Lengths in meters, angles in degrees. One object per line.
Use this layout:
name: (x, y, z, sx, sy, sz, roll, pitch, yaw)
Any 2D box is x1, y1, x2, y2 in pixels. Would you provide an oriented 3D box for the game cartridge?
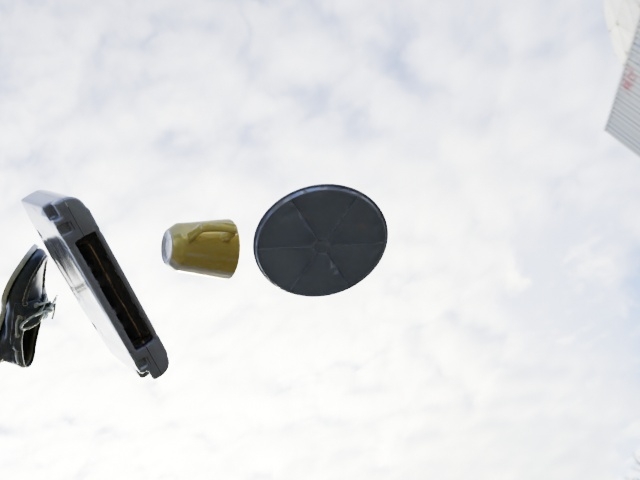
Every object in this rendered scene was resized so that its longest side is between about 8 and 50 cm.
game cartridge: (-0.340, 0.061, 0.932, 0.062, 0.198, 0.297, -32, -64, -24)

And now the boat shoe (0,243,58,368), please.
boat shoe: (-0.495, 0.119, 1.044, 0.079, 0.095, 0.254, 27, -67, -6)

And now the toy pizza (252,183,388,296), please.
toy pizza: (0.000, 0.000, 0.915, 0.201, 0.032, 0.201, -5, -55, -8)

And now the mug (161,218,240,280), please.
mug: (-0.118, 0.001, 0.606, 0.064, 0.062, 0.078, 4, -57, -32)
